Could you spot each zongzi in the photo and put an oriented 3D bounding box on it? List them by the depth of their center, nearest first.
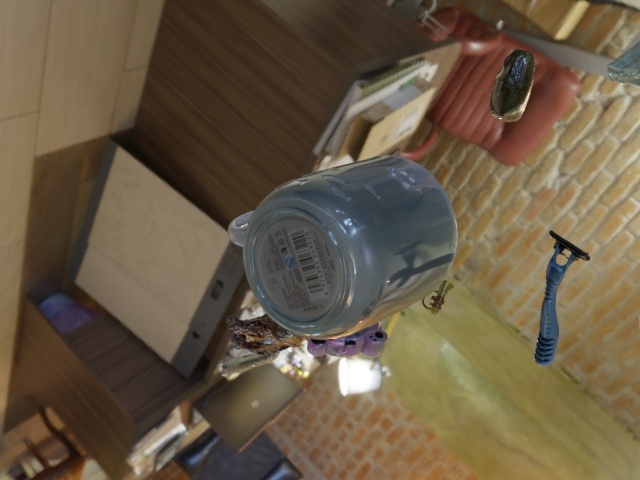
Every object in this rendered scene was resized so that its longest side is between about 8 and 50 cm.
[{"bbox_3d":[0.569,-0.469,2.058,0.242,0.112,0.221,-17,120,-68],"label":"zongzi"}]

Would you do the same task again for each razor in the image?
[{"bbox_3d":[0.382,0.108,1.136,0.042,0.082,0.253,-18,127,-20],"label":"razor"}]

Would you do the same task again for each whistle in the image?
[{"bbox_3d":[0.331,0.160,1.956,0.109,0.057,0.046,-54,-163,-28],"label":"whistle"}]

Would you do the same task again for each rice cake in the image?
[{"bbox_3d":[0.618,-0.345,1.230,0.211,0.124,0.038,-36,121,-16],"label":"rice cake"}]

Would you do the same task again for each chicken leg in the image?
[{"bbox_3d":[-0.114,0.195,1.615,0.322,0.083,0.177,-23,142,37],"label":"chicken leg"}]

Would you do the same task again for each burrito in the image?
[{"bbox_3d":[-0.192,0.330,1.872,0.185,0.041,0.045,-19,-161,23],"label":"burrito"}]

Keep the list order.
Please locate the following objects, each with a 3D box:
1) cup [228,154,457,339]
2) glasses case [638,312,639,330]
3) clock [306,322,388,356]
[{"bbox_3d":[0.000,0.000,1.111,0.274,0.357,0.259,-20,117,-52],"label":"cup"},{"bbox_3d":[0.808,0.245,1.559,0.075,0.113,0.297,-18,-164,4],"label":"glasses case"},{"bbox_3d":[0.068,0.265,2.134,0.248,0.227,0.090,-3,132,-14],"label":"clock"}]
